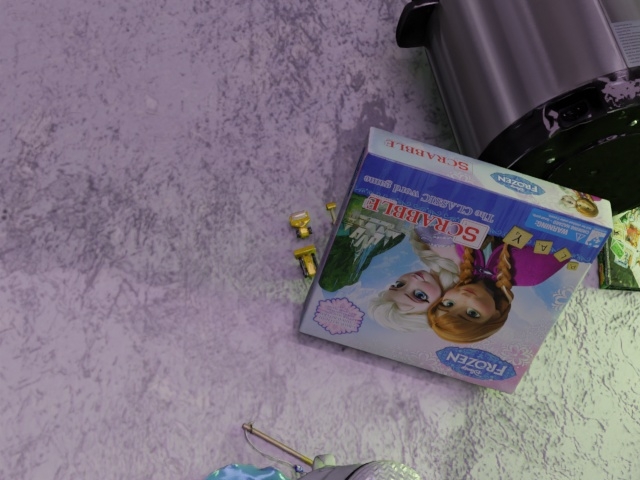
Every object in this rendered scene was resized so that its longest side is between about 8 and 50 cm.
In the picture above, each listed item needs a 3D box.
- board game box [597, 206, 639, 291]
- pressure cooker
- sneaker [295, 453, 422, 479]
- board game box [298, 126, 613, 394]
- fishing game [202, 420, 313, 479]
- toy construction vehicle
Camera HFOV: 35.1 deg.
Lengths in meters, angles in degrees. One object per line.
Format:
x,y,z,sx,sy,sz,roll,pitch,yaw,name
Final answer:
0.489,-0.047,1.558,0.136,0.030,0.260,4,71,-7,board game box
0.339,-0.269,1.410,0.369,0.375,0.421,17,51,-50,pressure cooker
0.018,0.427,1.176,0.137,0.210,0.366,11,84,-26,sneaker
0.164,0.038,1.325,0.318,0.318,0.066,17,39,-4,board game box
-0.082,0.367,1.279,0.189,0.041,0.264,32,52,3,fishing game
0.000,0.000,1.455,0.085,0.035,0.098,-20,74,-5,toy construction vehicle
